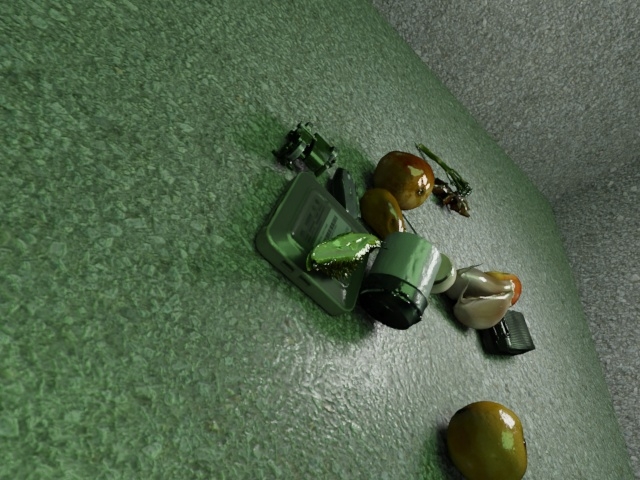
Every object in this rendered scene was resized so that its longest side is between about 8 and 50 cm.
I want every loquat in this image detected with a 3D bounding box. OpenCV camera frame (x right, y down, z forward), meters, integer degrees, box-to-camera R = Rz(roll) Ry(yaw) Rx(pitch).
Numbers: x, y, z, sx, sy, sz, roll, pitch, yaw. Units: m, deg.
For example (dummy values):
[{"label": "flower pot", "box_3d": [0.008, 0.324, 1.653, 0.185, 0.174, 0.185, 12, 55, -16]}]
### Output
[{"label": "loquat", "box_3d": [0.537, 0.654, 1.410, 0.263, 0.263, 0.263, 27, 47, -34]}]

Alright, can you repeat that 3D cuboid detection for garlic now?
[{"label": "garlic", "box_3d": [0.631, 0.237, 1.823, 0.340, 0.245, 0.232, 26, 63, -42]}]

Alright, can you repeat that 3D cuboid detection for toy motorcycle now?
[{"label": "toy motorcycle", "box_3d": [-0.040, -0.304, 1.545, 0.205, 0.127, 0.275, 43, 33, -20]}]

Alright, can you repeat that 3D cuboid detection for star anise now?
[{"label": "star anise", "box_3d": [0.678, -0.223, 2.298, 0.288, 0.088, 0.288, 29, 34, -23]}]

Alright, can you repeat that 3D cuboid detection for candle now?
[{"label": "candle", "box_3d": [0.277, 0.106, 1.466, 0.221, 0.221, 0.343, 42, 61, -20]}]

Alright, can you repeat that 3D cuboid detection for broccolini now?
[{"label": "broccolini", "box_3d": [0.636, -0.367, 2.311, 0.074, 0.079, 0.392, -19, 58, -46]}]

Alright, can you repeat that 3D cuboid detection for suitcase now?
[{"label": "suitcase", "box_3d": [0.843, 0.420, 2.003, 0.312, 0.128, 0.202, 15, 55, -42]}]

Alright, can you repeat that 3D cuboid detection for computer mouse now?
[{"label": "computer mouse", "box_3d": [0.086, -0.159, 1.620, 0.126, 0.071, 0.231, 16, 63, -58]}]

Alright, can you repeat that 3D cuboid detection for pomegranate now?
[{"label": "pomegranate", "box_3d": [0.335, -0.255, 1.839, 0.252, 0.229, 0.270, 15, 22, -32]}]

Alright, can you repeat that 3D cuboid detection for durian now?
[{"label": "durian", "box_3d": [0.071, 0.041, 1.291, 0.375, 0.106, 0.132, -14, 75, -49]}]

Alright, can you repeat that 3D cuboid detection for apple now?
[{"label": "apple", "box_3d": [0.821, 0.233, 2.057, 0.234, 0.210, 0.173, 5, 93, -34]}]

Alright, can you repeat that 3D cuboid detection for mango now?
[{"label": "mango", "box_3d": [0.245, -0.085, 1.698, 0.155, 0.151, 0.249, -20, 86, -20]}]

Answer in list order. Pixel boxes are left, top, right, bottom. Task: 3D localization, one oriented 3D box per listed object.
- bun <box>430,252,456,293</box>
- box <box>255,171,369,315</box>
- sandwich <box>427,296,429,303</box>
[{"label": "bun", "box_3d": [0.455, 0.137, 1.749, 0.120, 0.172, 0.173, 58, 30, -42]}, {"label": "box", "box_3d": [0.000, 0.000, 1.397, 0.373, 0.090, 0.367, 44, 40, -20]}, {"label": "sandwich", "box_3d": [0.343, 0.180, 1.619, 0.094, 0.096, 0.258, 15, 68, -55]}]
